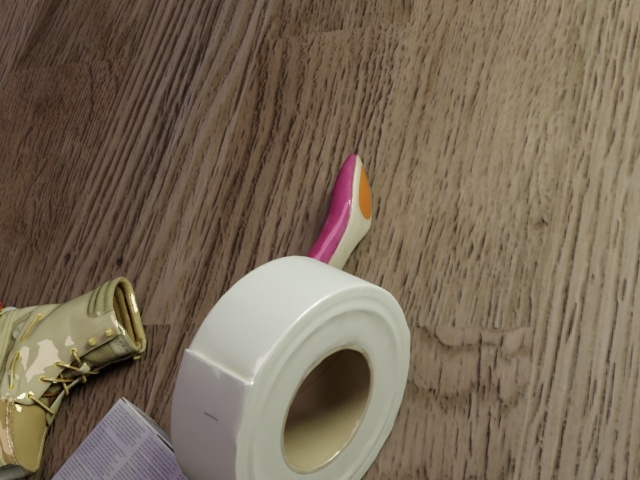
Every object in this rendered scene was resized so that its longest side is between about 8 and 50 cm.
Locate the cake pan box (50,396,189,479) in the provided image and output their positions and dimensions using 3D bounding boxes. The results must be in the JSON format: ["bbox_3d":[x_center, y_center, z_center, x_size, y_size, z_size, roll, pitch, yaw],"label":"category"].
[{"bbox_3d":[-0.235,0.349,1.340,0.246,0.070,0.267,-52,45,-6],"label":"cake pan box"}]

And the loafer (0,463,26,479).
[{"bbox_3d":[-0.473,0.395,1.404,0.366,0.133,0.130,-39,72,27],"label":"loafer"}]

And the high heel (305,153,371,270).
[{"bbox_3d":[0.000,0.000,1.472,0.117,0.082,0.244,-4,67,21],"label":"high heel"}]

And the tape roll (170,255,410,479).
[{"bbox_3d":[-0.027,0.164,1.234,0.100,0.286,0.286,24,72,36],"label":"tape roll"}]

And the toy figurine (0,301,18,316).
[{"bbox_3d":[-0.545,0.195,1.531,0.191,0.217,0.363,-19,51,15],"label":"toy figurine"}]

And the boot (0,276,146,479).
[{"bbox_3d":[-0.335,0.179,1.516,0.203,0.095,0.262,-18,48,15],"label":"boot"}]
